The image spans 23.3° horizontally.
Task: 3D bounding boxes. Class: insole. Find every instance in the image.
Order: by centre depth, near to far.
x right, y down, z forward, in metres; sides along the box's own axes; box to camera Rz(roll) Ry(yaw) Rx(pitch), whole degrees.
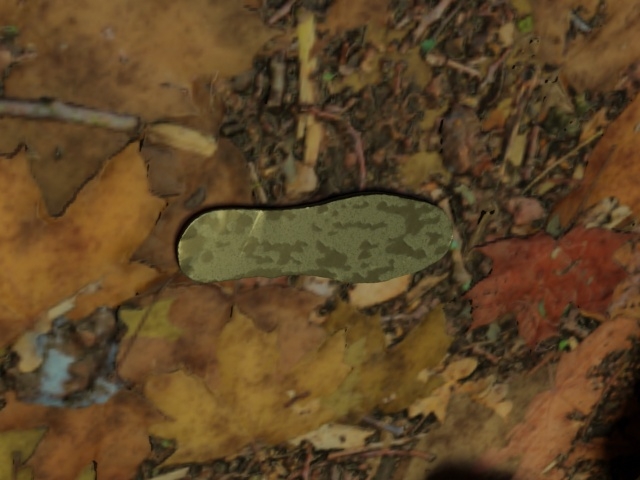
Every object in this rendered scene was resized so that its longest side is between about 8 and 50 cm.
[{"bbox_3d":[0.000,0.000,0.962,0.193,0.006,0.065,-3,121,-28],"label":"insole"}]

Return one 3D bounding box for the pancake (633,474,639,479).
[{"bbox_3d":[0.316,0.148,1.179,0.222,0.042,0.236,33,86,-43],"label":"pancake"}]
